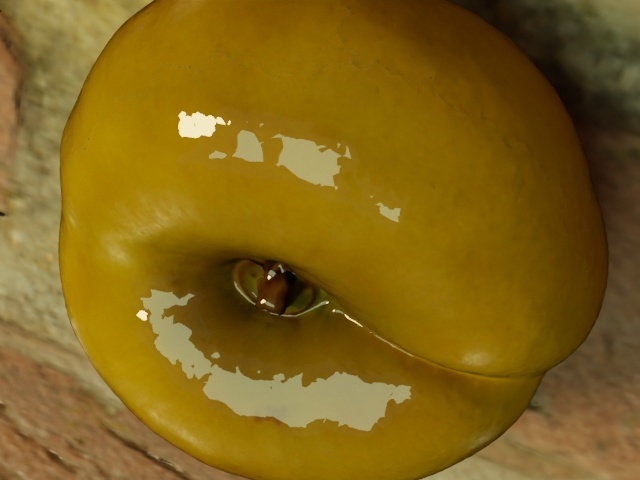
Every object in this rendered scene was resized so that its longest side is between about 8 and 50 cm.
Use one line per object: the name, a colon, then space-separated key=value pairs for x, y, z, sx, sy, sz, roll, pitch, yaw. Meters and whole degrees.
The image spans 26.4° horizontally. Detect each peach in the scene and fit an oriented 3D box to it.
peach: x=0.000 y=0.000 z=0.424 sx=0.179 sy=0.103 sz=0.179 roll=9 pitch=128 yaw=12
